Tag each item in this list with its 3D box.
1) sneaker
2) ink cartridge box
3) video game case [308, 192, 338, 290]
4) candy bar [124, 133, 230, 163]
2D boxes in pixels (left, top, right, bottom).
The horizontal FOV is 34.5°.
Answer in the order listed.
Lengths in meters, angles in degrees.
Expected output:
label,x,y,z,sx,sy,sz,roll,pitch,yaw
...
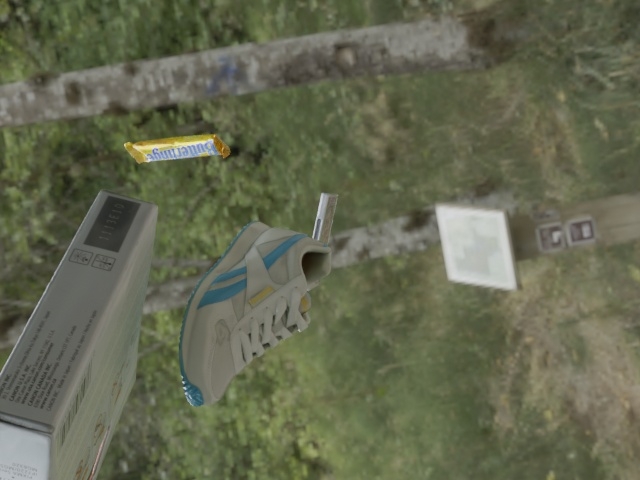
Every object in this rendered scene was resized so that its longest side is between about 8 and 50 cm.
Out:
label,x,y,z,sx,sy,sz,roll,pitch,yaw
sneaker,-0.063,0.066,0.985,0.229,0.092,0.087,-61,-25,-43
ink cartridge box,-0.213,0.130,0.890,0.275,0.060,0.239,-76,2,-50
video game case,0.000,0.000,1.299,0.087,0.011,0.122,-18,-60,-82
candy bar,-0.186,-0.120,1.344,0.040,0.161,0.018,55,-134,-41
